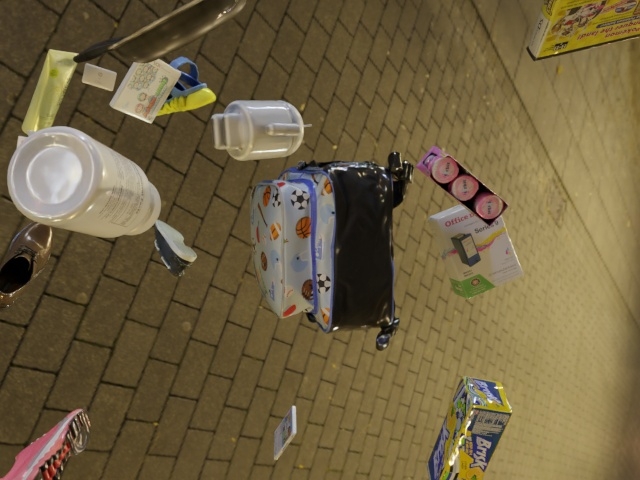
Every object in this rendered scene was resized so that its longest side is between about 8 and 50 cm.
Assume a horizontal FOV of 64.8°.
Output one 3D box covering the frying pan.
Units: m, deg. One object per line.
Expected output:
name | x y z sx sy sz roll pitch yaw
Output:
frying pan | -0.228 -0.257 0.648 0.053 0.326 0.197 60 22 -28

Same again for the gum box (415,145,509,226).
gum box | 0.295 -0.120 1.072 0.188 0.107 0.062 35 103 -15

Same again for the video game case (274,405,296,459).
video game case | -0.096 0.517 1.354 0.011 0.087 0.122 21 119 -16

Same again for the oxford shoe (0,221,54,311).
oxford shoe | -0.620 0.041 1.066 0.083 0.096 0.227 33 44 -30

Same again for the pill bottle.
pill bottle | -0.330 -0.072 0.749 0.229 0.131 0.131 55 47 -82

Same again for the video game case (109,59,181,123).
video game case | -0.435 -0.380 1.261 0.157 0.019 0.143 -55 162 9

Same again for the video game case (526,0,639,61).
video game case | 0.455 -0.384 0.701 0.248 0.275 0.035 81 -6 -62

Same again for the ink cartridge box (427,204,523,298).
ink cartridge box | 0.378 0.014 1.242 0.154 0.093 0.212 -22 93 -2

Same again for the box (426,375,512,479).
box | 0.190 0.263 0.659 0.059 0.054 0.168 -83 -175 -65

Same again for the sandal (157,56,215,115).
sandal | -0.430 -0.435 1.439 0.126 0.318 0.138 -40 121 -45

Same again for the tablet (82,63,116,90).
tablet | -0.629 -0.464 1.434 0.083 0.006 0.054 10 106 -34

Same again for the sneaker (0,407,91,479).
sneaker | -0.750 0.568 1.377 0.314 0.136 0.115 -74 161 -70

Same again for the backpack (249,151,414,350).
backpack | 0.000 0.000 0.772 0.213 0.263 0.276 3 98 -14

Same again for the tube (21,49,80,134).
tube | -0.682 -0.369 1.267 0.062 0.070 0.240 23 116 -29

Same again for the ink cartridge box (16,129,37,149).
ink cartridge box | -0.662 -0.185 1.207 0.090 0.092 0.143 -115 -144 -86

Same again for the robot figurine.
robot figurine | -0.203 -0.386 1.759 0.354 0.300 0.199 -13 111 -39

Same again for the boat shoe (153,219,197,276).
boat shoe | -0.520 0.020 1.722 0.114 0.302 0.091 31 95 -36
